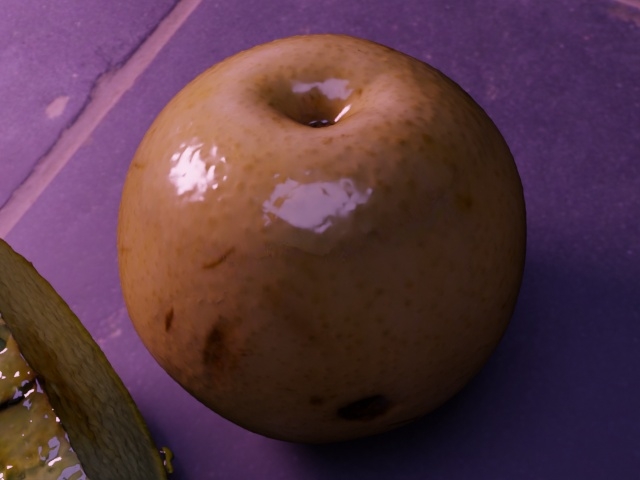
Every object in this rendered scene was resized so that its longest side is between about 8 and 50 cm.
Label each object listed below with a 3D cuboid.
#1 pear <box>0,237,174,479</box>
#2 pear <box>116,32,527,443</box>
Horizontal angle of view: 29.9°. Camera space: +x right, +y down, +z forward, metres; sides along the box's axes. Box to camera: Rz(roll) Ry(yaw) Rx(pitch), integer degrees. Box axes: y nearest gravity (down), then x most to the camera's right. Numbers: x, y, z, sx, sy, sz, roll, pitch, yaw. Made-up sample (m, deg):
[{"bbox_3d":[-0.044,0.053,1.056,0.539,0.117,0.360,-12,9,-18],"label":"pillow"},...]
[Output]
[{"bbox_3d":[-0.311,0.194,0.970,0.318,0.238,0.342,-35,64,0],"label":"pear"},{"bbox_3d":[0.000,0.000,0.987,0.348,0.348,0.348,-4,57,6],"label":"pear"}]
